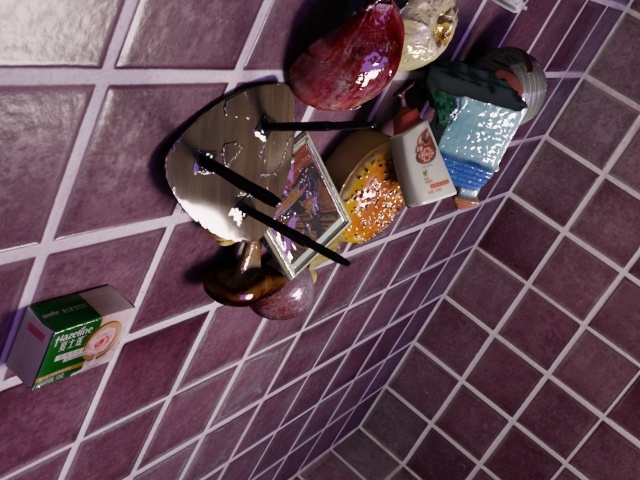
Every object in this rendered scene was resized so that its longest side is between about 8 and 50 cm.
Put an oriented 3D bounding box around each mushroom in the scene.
[{"bbox_3d":[-0.160,0.026,1.783,0.227,0.147,0.218,-33,136,-63],"label":"mushroom"}]

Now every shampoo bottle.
[{"bbox_3d":[0.223,-0.224,1.889,0.153,0.284,0.071,-21,-171,-41],"label":"shampoo bottle"}]

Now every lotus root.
[{"bbox_3d":[-0.003,-0.001,2.121,0.144,0.070,0.143,-22,140,-45],"label":"lotus root"}]

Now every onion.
[{"bbox_3d":[0.072,-0.339,1.524,0.227,0.120,0.283,-23,162,-34],"label":"onion"}]

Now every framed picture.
[{"bbox_3d":[-0.046,-0.073,1.782,0.216,0.016,0.273,-44,128,-21],"label":"framed picture"}]

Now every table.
[{"bbox_3d":[-0.076,-0.101,1.413,0.317,0.249,0.318,-26,126,-41],"label":"table"}]

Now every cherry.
[{"bbox_3d":[-0.096,0.119,2.013,0.176,0.140,0.176,-24,129,-32],"label":"cherry"}]

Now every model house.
[{"bbox_3d":[0.344,-0.257,2.081,0.295,0.251,0.330,-99,-160,-59],"label":"model house"}]

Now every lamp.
[{"bbox_3d":[0.507,-0.423,2.270,0.233,0.265,0.233,-7,107,-25],"label":"lamp"}]

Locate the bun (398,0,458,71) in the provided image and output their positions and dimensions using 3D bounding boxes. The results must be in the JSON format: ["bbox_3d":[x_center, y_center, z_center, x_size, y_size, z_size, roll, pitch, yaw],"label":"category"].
[{"bbox_3d":[0.224,-0.457,1.752,0.222,0.127,0.222,-41,158,-20],"label":"bun"}]

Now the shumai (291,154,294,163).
[{"bbox_3d":[-0.085,-0.163,1.646,0.080,0.083,0.082,-16,-178,-29],"label":"shumai"}]

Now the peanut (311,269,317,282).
[{"bbox_3d":[-0.074,0.124,2.159,0.174,0.080,0.080,-34,154,-36],"label":"peanut"}]

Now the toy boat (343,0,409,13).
[{"bbox_3d":[0.102,-0.468,1.540,0.185,0.075,0.077,-10,137,-55],"label":"toy boat"}]

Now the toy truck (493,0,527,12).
[{"bbox_3d":[0.529,-0.722,1.944,0.367,0.146,0.175,-52,164,-1],"label":"toy truck"}]

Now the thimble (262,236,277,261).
[{"bbox_3d":[-0.072,-0.014,1.877,0.090,0.118,0.135,-45,141,-31],"label":"thimble"}]

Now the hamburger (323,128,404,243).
[{"bbox_3d":[0.114,-0.130,1.999,0.300,0.176,0.300,-42,157,-23],"label":"hamburger"}]

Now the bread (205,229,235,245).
[{"bbox_3d":[-0.170,-0.070,1.613,0.119,0.084,0.177,-25,147,-48],"label":"bread"}]

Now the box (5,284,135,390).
[{"bbox_3d":[-0.439,0.168,1.441,0.199,0.081,0.135,-20,143,-59],"label":"box"}]
